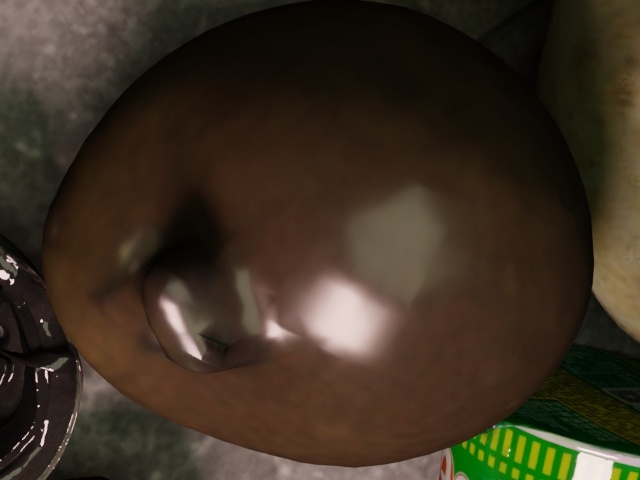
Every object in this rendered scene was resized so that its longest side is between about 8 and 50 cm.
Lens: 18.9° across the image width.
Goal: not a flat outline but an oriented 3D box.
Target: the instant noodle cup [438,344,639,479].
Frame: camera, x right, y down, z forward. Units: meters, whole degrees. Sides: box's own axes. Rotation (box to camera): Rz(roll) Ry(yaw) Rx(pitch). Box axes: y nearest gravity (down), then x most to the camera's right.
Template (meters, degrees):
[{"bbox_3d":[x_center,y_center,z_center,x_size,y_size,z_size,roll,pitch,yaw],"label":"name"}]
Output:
[{"bbox_3d":[0.142,0.198,1.129,0.207,0.207,0.232,9,104,-15],"label":"instant noodle cup"}]

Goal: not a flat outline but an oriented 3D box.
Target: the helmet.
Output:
[{"bbox_3d":[-0.217,0.057,1.054,0.153,0.107,0.177,-18,121,-10],"label":"helmet"}]

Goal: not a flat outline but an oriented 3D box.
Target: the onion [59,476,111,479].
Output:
[{"bbox_3d":[-0.135,0.196,1.088,0.131,0.131,0.131,-2,99,-14],"label":"onion"}]

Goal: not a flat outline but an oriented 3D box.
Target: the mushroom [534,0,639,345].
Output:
[{"bbox_3d":[0.288,-0.076,1.081,0.352,0.260,0.352,-2,96,-17],"label":"mushroom"}]

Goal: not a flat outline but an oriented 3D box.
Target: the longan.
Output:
[{"bbox_3d":[0.000,0.000,0.998,0.300,0.300,0.243,-22,100,-10],"label":"longan"}]
